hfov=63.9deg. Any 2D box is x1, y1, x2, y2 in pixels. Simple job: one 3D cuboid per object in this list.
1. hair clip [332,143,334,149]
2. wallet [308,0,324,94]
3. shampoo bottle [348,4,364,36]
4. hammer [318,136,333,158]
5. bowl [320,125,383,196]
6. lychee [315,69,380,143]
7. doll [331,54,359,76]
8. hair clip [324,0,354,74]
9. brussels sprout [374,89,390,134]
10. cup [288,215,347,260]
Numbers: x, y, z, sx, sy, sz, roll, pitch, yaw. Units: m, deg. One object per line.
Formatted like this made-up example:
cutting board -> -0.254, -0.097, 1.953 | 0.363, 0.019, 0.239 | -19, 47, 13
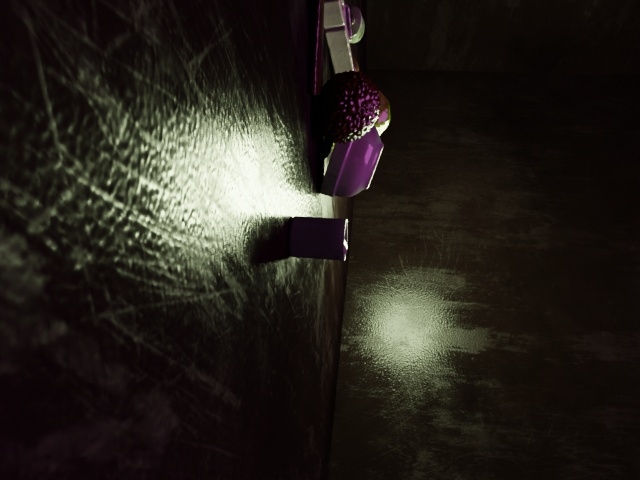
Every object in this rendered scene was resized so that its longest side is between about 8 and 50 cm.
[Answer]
hair clip -> 0.057, -0.410, 1.842 | 0.072, 0.046, 0.173 | -19, 114, -86
wallet -> -0.008, -0.506, 1.320 | 0.137, 0.031, 0.255 | -76, 170, -71
shampoo bottle -> 0.120, -0.833, 1.970 | 0.234, 0.087, 0.118 | -62, 157, -74
hammer -> 0.029, -0.339, 1.597 | 0.116, 0.069, 0.194 | 84, 17, -63
bowl -> 0.113, -0.265, 1.676 | 0.287, 0.143, 0.287 | 20, 90, -87
lychee -> 0.079, -0.380, 1.459 | 0.238, 0.200, 0.200 | -57, 152, -51
doll -> 0.082, -0.610, 1.810 | 0.137, 0.097, 0.209 | 50, 15, -18
hair clip -> 0.050, -0.622, 1.508 | 0.331, 0.085, 0.101 | 66, 27, -73
brussels sprout -> 0.165, -0.497, 1.989 | 0.161, 0.223, 0.223 | -49, 143, -86
cup -> -0.001, 0.007, 1.218 | 0.136, 0.133, 0.099 | 86, 9, -49
